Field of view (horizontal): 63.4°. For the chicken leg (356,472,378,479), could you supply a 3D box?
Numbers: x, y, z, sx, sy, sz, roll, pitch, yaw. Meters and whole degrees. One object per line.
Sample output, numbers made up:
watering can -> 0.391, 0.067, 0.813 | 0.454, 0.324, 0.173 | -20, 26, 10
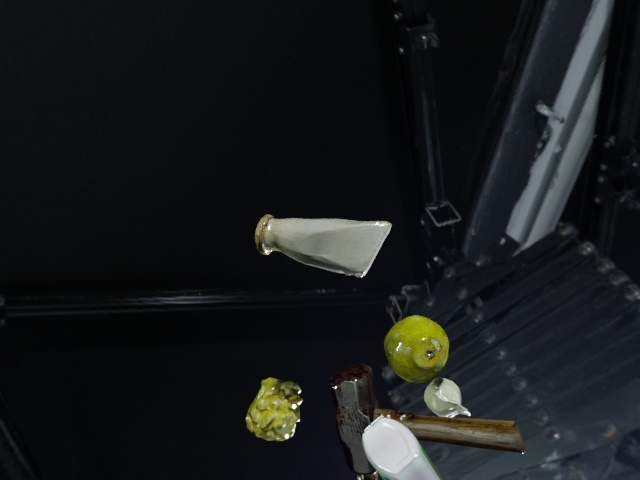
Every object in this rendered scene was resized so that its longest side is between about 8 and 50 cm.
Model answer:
chicken leg -> 0.123, 0.693, 1.306 | 0.093, 0.304, 0.113 | -26, -69, 15

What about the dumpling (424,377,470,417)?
dumpling -> 0.519, 0.651, 2.105 | 0.147, 0.193, 0.258 | -51, -15, -7

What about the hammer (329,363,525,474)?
hammer -> 0.225, 0.408, 1.129 | 0.408, 0.095, 0.243 | -2, -77, 24

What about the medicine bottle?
medicine bottle -> 0.153, 0.384, 0.810 | 0.078, 0.115, 0.219 | -37, -67, -13

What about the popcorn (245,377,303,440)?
popcorn -> -0.159, 0.626, 1.920 | 0.192, 0.233, 0.266 | 38, -62, -18

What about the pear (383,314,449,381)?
pear -> 0.379, 0.431, 2.061 | 0.269, 0.321, 0.269 | 0, -87, -6

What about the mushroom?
mushroom -> 0.003, 0.009, 1.503 | 0.407, 0.137, 0.154 | 5, -77, 20
